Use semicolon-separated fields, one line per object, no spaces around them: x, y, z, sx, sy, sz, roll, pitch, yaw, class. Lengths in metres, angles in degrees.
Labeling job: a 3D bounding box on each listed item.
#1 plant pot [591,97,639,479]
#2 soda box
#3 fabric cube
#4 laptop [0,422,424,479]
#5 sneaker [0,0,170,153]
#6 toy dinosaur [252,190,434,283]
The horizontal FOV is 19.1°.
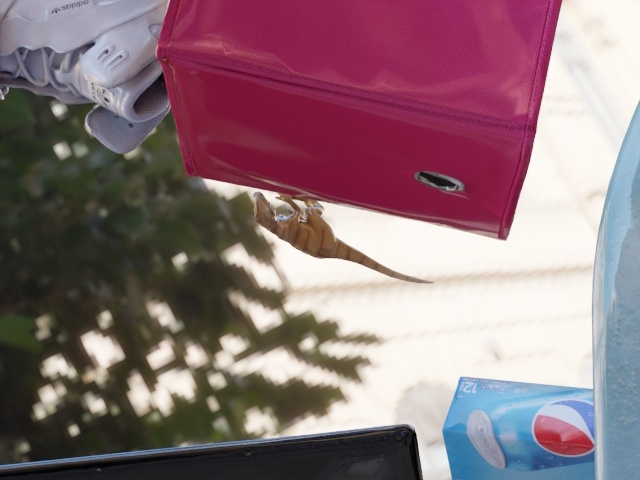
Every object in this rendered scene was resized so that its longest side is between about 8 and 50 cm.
0.298;0.009;1.127;0.248;0.252;0.247;-7;3;27;plant pot
0.213;0.170;1.602;0.210;0.067;0.071;4;-46;19;soda box
0.044;-0.173;1.379;0.258;0.259;0.254;12;-16;4;fabric cube
-0.093;0.231;1.698;0.382;0.236;0.408;-7;-45;4;laptop
-0.280;-0.182;1.862;0.366;0.210;0.137;-22;-31;-15;sneaker
0.000;0.000;1.919;0.211;0.112;0.064;21;-64;-34;toy dinosaur
